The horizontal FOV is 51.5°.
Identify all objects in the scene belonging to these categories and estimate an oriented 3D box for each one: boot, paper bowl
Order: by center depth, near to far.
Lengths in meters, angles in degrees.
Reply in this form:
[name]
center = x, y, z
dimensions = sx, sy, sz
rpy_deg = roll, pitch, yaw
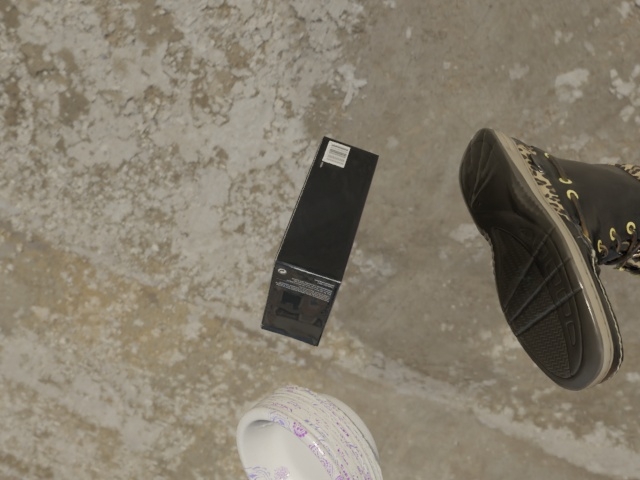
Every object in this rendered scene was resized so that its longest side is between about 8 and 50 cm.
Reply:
[boot]
center = 0.360, 0.013, 0.866
dimensions = 0.284, 0.378, 0.138
rpy_deg = 5, 136, -22
[paper bowl]
center = -0.008, 0.394, 1.206
dimensions = 0.284, 0.148, 0.284
rpy_deg = 25, 129, 35

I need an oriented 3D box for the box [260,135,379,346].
[box]
center = 0.000, 0.000, 1.024
dimensions = 0.103, 0.261, 0.184
rpy_deg = 19, 142, -1
